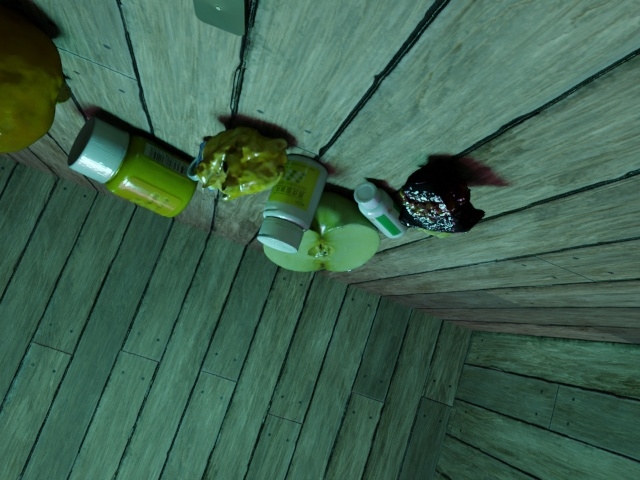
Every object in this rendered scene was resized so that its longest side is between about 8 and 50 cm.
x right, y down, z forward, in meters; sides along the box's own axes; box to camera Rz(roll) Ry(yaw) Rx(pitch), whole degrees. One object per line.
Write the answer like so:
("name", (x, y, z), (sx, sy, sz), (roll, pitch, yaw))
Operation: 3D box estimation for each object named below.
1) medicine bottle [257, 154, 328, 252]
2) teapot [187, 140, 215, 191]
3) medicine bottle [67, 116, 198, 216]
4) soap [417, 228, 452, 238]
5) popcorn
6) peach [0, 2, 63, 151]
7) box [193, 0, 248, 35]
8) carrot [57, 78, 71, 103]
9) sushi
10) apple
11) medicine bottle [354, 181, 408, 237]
("medicine bottle", (-0.081, -0.103, 1.479), (0.144, 0.257, 0.143), (18, 168, 4))
("teapot", (-0.318, -0.220, 1.596), (0.232, 0.158, 0.159), (12, 166, 32))
("medicine bottle", (-0.635, -0.248, 1.774), (0.385, 0.224, 0.225), (27, 166, -39))
("soap", (0.369, -0.056, 1.536), (0.092, 0.037, 0.252), (18, 168, -3))
("popcorn", (-0.211, -0.212, 1.379), (0.254, 0.189, 0.191), (-20, -175, -5))
("peach", (-0.765, -0.367, 1.155), (0.343, 0.342, 0.302), (9, -174, 40))
("box", (-0.161, -0.390, 0.840), (0.091, 0.031, 0.126), (20, 169, -3))
("carrot", (-0.837, -0.439, 1.499), (0.302, 0.114, 0.114), (7, 164, 35))
("sushi", (0.269, -0.106, 1.210), (0.172, 0.153, 0.150), (38, 168, 50))
("apple", (0.000, 0.000, 1.719), (0.320, 0.311, 0.360), (40, 162, 16))
("medicine bottle", (0.182, -0.089, 1.537), (0.095, 0.095, 0.260), (12, 167, 31))
